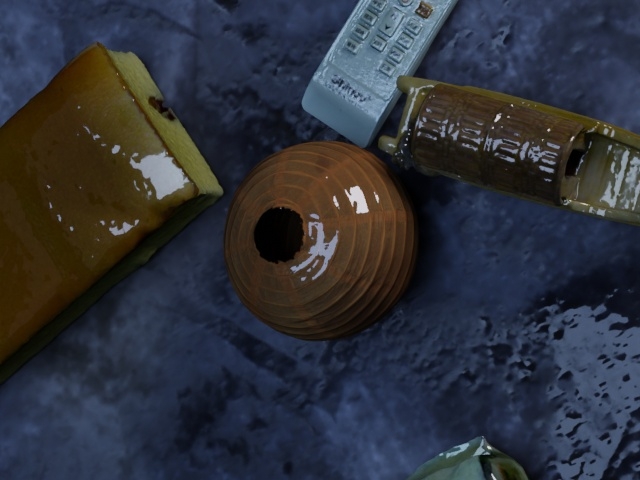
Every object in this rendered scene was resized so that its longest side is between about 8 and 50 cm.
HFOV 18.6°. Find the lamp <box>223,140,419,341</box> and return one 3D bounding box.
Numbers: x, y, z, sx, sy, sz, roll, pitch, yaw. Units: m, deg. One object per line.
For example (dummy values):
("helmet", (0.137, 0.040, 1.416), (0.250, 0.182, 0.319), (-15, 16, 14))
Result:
("lamp", (0.000, 0.000, 1.312), (0.136, 0.136, 0.136), (0, 90, 24))

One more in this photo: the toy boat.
("toy boat", (0.141, -0.054, 1.272), (0.226, 0.088, 0.068), (18, 96, 24))

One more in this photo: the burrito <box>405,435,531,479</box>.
("burrito", (0.046, 0.234, 1.317), (0.229, 0.089, 0.144), (-25, 78, 20))

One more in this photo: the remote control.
("remote control", (0.051, -0.145, 1.345), (0.061, 0.029, 0.162), (35, 99, 18))

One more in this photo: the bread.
("bread", (-0.242, 0.020, 1.446), (0.361, 0.077, 0.138), (-39, 76, 19))
